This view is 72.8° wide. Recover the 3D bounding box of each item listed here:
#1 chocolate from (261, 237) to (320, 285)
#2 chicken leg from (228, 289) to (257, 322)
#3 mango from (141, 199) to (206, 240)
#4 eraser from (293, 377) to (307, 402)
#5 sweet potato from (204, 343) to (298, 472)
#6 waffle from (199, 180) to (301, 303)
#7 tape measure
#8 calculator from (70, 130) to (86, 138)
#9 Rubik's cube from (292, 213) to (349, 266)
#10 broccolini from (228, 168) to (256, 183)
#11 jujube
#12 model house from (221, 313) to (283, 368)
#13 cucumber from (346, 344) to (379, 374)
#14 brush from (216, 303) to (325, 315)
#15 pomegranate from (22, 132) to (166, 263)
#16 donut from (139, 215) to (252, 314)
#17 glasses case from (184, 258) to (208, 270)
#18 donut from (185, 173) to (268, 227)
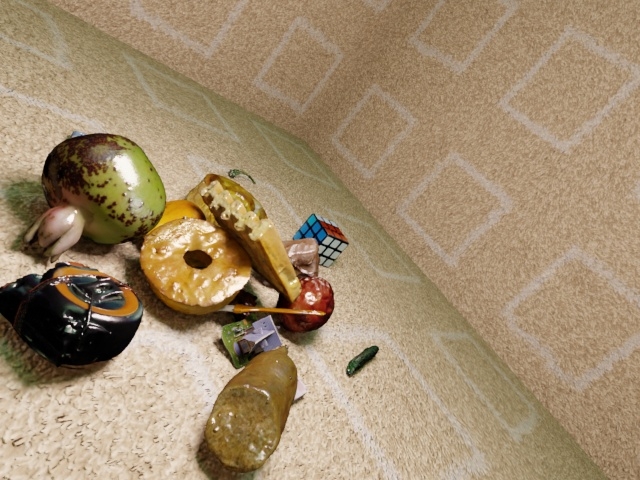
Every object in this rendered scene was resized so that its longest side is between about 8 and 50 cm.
[{"bbox_3d":[-0.099,0.079,1.484,0.213,0.149,0.093,-6,35,-7],"label":"chocolate"},{"bbox_3d":[-0.244,0.152,1.266,0.205,0.093,0.053,58,-16,18],"label":"chicken leg"},{"bbox_3d":[-0.431,-0.043,1.274,0.153,0.126,0.252,30,19,5],"label":"mango"},{"bbox_3d":[-0.082,0.387,1.124,0.065,0.026,0.105,45,19,20],"label":"eraser"},{"bbox_3d":[-0.129,0.345,0.962,0.157,0.158,0.369,41,12,3],"label":"sweet potato"},{"bbox_3d":[-0.203,0.005,1.266,0.348,0.077,0.304,36,-22,39],"label":"waffle"},{"bbox_3d":[-0.449,0.134,0.820,0.202,0.135,0.223,35,12,11],"label":"tape measure"},{"bbox_3d":[-0.729,-0.278,1.364,0.121,0.039,0.210,29,21,-35],"label":"calculator"},{"bbox_3d":[0.000,0.000,1.949,0.163,0.162,0.161,19,29,-45],"label":"Rubik's cube"},{"bbox_3d":[-0.371,-0.315,2.121,0.194,0.052,0.054,14,36,-54],"label":"broccolini"},{"bbox_3d":[-0.045,0.198,1.381,0.183,0.183,0.243,41,18,1],"label":"jujube"},{"bbox_3d":[-0.165,0.246,1.132,0.167,0.088,0.117,-9,74,-66],"label":"model house"},{"bbox_3d":[0.144,0.407,1.492,0.044,0.043,0.256,41,19,19],"label":"cucumber"},{"bbox_3d":[-0.141,0.190,1.187,0.314,0.017,0.090,5,0,-7],"label":"brush"},{"bbox_3d":[-0.544,-0.092,1.022,0.285,0.285,0.341,38,45,-6],"label":"pomegranate"},{"bbox_3d":[-0.322,0.071,1.124,0.277,0.108,0.278,11,49,-13],"label":"donut"},{"bbox_3d":[-0.341,0.052,1.323,0.079,0.064,0.234,44,17,12],"label":"glasses case"},{"bbox_3d":[-0.322,-0.104,1.571,0.330,0.160,0.330,44,16,-16],"label":"donut"}]
